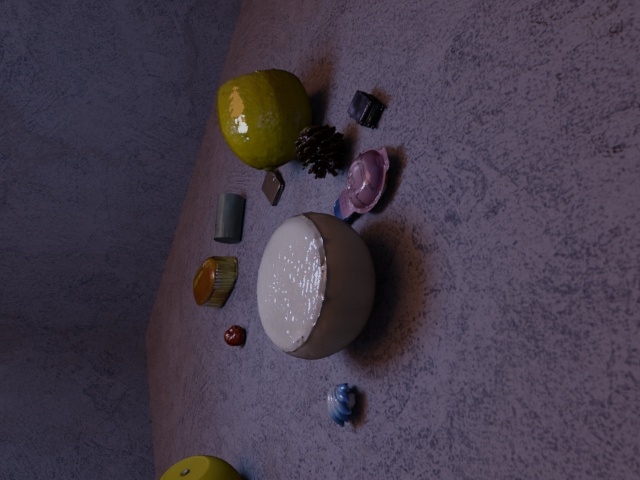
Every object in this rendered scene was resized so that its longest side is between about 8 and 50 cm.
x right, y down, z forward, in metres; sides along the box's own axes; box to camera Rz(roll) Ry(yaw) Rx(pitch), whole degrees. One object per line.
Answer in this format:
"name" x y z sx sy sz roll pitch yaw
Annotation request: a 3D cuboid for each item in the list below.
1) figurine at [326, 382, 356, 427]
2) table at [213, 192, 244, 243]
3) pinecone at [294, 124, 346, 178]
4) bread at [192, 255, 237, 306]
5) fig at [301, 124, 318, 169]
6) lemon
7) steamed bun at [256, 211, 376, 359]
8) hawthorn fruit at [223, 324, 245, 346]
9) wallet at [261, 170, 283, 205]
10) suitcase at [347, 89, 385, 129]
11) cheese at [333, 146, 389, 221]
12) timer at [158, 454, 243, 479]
"figurine" 0.055 0.419 1.161 0.114 0.079 0.114 177 90 -73
"table" -0.438 -0.104 2.193 0.126 0.126 0.220 -22 61 57
"pinecone" 0.007 -0.267 1.419 0.163 0.163 0.165 -45 53 46
"bread" -0.515 0.192 2.190 0.288 0.156 0.204 -49 42 39
"fig" -0.031 -0.333 1.601 0.166 0.093 0.093 109 157 -55
"lemon" -0.195 -0.421 1.668 0.364 0.364 0.364 -31 53 54
"steamed bun" 0.002 0.118 1.186 0.374 0.241 0.374 -20 65 52
"hawthorn fruit" -0.355 0.394 1.901 0.093 0.093 0.093 -31 53 54
"wallet" -0.197 -0.224 1.894 0.118 0.039 0.152 -65 35 27
"suitcase" 0.130 -0.384 1.336 0.086 0.059 0.126 -63 32 24
"cheese" 0.108 -0.144 1.274 0.286 0.074 0.189 -52 37 46
"timer" -0.405 0.951 1.552 0.376 0.376 0.387 2 106 61
